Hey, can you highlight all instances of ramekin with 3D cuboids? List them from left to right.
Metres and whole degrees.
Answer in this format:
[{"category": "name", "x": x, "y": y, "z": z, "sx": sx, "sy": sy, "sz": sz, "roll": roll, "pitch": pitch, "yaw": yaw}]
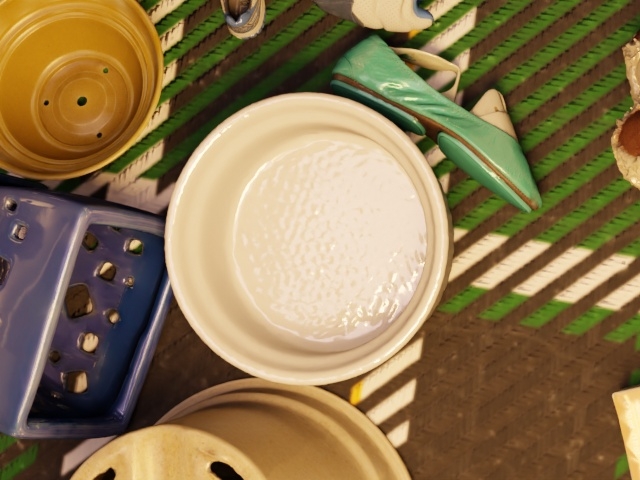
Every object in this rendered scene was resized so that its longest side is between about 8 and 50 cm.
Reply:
[{"category": "ramekin", "x": 0.000, "y": 0.000, "z": 1.845, "sx": 0.277, "sy": 0.135, "sz": 0.277, "roll": 0, "pitch": 89, "yaw": 15}]

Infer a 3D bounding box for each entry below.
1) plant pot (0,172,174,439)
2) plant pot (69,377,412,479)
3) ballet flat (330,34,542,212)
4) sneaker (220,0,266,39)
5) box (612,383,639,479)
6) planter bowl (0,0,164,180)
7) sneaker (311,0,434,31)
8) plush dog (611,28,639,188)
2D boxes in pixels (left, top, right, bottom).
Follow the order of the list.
[{"category": "plant pot", "x": -0.294, "y": 0.053, "z": 1.874, "sx": 0.212, "sy": 0.236, "sz": 0.236, "roll": 20, "pitch": 94, "yaw": 21}, {"category": "plant pot", "x": -0.096, "y": 0.288, "z": 1.759, "sx": 0.334, "sy": 0.305, "sz": 0.334, "roll": -2, "pitch": 83, "yaw": 15}, {"category": "ballet flat", "x": 0.128, "y": -0.125, "z": 1.847, "sx": 0.247, "sy": 0.083, "sz": 0.087, "roll": 34, "pitch": 82, "yaw": 11}, {"category": "sneaker", "x": -0.079, "y": -0.274, "z": 1.912, "sx": 0.052, "sy": 0.058, "sz": 0.135, "roll": -5, "pitch": 87, "yaw": 14}, {"category": "box", "x": 0.372, "y": 0.184, "z": 1.768, "sx": 0.170, "sy": 0.091, "sz": 0.130, "roll": -15, "pitch": 85, "yaw": 14}, {"category": "planter bowl", "x": -0.254, "y": -0.153, "z": 1.927, "sx": 0.217, "sy": 0.090, "sz": 0.217, "roll": -3, "pitch": 75, "yaw": 9}, {"category": "sneaker", "x": 0.087, "y": -0.363, "z": 1.849, "sx": 0.236, "sy": 0.130, "sz": 0.323, "roll": 26, "pitch": 90, "yaw": 4}, {"category": "plush dog", "x": 0.405, "y": -0.098, "z": 1.723, "sx": 0.225, "sy": 0.262, "sz": 0.210, "roll": -16, "pitch": 118, "yaw": 23}]
